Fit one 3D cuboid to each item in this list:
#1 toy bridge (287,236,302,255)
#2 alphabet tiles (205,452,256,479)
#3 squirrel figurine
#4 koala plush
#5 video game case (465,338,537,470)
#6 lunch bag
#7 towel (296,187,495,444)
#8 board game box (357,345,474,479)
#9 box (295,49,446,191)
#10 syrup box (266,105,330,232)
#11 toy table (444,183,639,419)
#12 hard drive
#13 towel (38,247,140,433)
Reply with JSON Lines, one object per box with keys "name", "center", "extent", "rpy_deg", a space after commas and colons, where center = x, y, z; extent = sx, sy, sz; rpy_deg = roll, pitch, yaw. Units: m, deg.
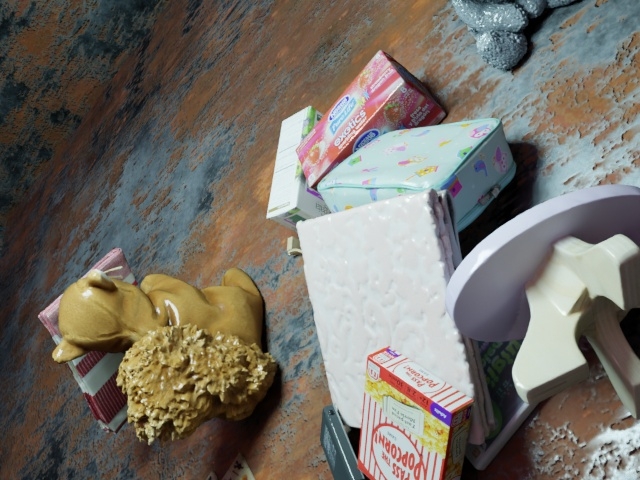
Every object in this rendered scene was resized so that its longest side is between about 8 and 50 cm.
{"name": "toy bridge", "center": [0.000, 0.000, 1.272], "extent": [0.188, 0.026, 0.063], "rpy_deg": [-25, 53, 41]}
{"name": "alphabet tiles", "center": [-0.187, 0.525, 1.206], "extent": [0.237, 0.009, 0.198], "rpy_deg": [-58, 36, 8]}
{"name": "squirrel figurine", "center": [-0.293, 0.188, 1.229], "extent": [0.281, 0.370, 0.397], "rpy_deg": [-58, 37, 8]}
{"name": "koala plush", "center": [0.258, -0.428, 1.045], "extent": [0.196, 0.221, 0.203], "rpy_deg": [-49, 39, 20]}
{"name": "video game case", "center": [0.223, 0.181, 0.894], "extent": [0.190, 0.022, 0.173], "rpy_deg": [-56, 37, 11]}
{"name": "lunch bag", "center": [0.154, -0.098, 1.015], "extent": [0.224, 0.108, 0.279], "rpy_deg": [-39, 27, -31]}
{"name": "towel", "center": [0.093, 0.110, 0.933], "extent": [0.317, 0.053, 0.332], "rpy_deg": [-13, 87, 53]}
{"name": "board game box", "center": [0.119, 0.257, 0.855], "extent": [0.146, 0.045, 0.194], "rpy_deg": [28, 124, 44]}
{"name": "box", "center": [0.085, -0.198, 1.203], "extent": [0.257, 0.122, 0.128], "rpy_deg": [-47, 39, 23]}
{"name": "syrup box", "center": [-0.032, -0.142, 1.339], "extent": [0.096, 0.093, 0.237], "rpy_deg": [-19, 56, 44]}
{"name": "toy table", "center": [0.294, 0.066, 0.711], "extent": [0.274, 0.252, 0.161], "rpy_deg": [-35, 35, 7]}
{"name": "hard drive", "center": [0.031, 0.334, 0.997], "extent": [0.135, 0.022, 0.094], "rpy_deg": [-116, 24, -47]}
{"name": "towel", "center": [-0.442, 0.215, 1.391], "extent": [0.037, 0.329, 0.237], "rpy_deg": [0, 32, 28]}
